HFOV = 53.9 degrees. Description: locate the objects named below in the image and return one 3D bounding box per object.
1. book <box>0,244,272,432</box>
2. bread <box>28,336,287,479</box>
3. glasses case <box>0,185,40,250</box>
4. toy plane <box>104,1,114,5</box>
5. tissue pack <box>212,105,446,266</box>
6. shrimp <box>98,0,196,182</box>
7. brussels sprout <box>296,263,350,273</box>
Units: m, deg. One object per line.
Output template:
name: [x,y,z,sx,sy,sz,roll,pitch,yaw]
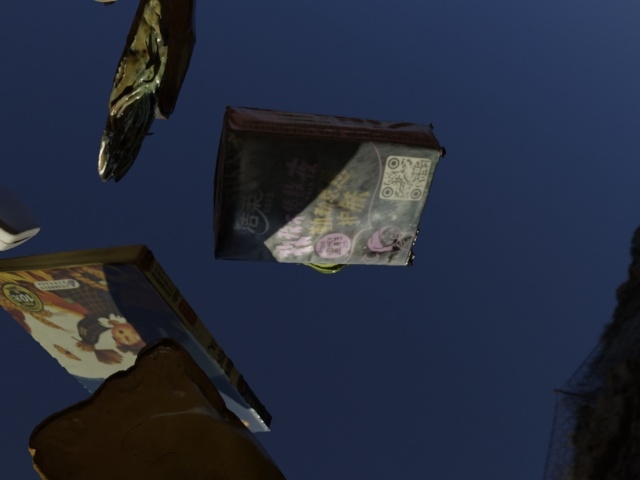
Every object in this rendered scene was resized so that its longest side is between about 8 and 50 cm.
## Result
book: [-0.285,0.172,0.969,0.039,0.300,0.428,-74,-31,-42]
bread: [-0.110,0.206,0.501,0.233,0.088,0.161,47,-137,7]
glasses case: [-0.369,-0.028,0.725,0.049,0.193,0.074,-43,-77,-7]
toy plane: [-0.279,-0.449,1.000,0.160,0.082,0.234,32,-102,-14]
tissue pack: [0.004,-0.082,1.065,0.361,0.259,0.122,2,-145,-13]
shrimp: [-0.179,-0.154,0.654,0.058,0.296,0.169,8,-144,-28]
brussels sprout: [-0.001,0.001,1.387,0.181,0.100,0.139,11,-106,17]
